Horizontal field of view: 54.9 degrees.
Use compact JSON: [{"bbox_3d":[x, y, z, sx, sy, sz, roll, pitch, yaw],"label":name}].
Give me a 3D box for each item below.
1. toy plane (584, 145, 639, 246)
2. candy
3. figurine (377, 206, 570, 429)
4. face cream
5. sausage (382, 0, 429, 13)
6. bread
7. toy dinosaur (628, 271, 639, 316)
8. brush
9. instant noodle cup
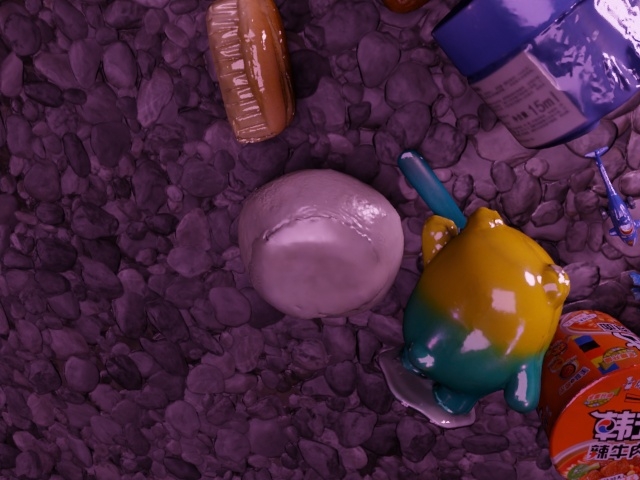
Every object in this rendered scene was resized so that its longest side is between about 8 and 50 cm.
[{"bbox_3d":[0.467,-0.067,0.979,0.054,0.062,0.167,-22,93,22],"label":"toy plane"},{"bbox_3d":[0.000,0.000,1.061,0.295,0.185,0.296,-1,116,-2],"label":"candy"},{"bbox_3d":[0.249,0.128,1.014,0.323,0.231,0.340,45,126,33],"label":"figurine"},{"bbox_3d":[0.312,-0.281,0.835,0.249,0.249,0.225,-37,103,24],"label":"face cream"},{"bbox_3d":[0.192,-0.464,0.887,0.102,0.076,0.302,33,114,9],"label":"sausage"},{"bbox_3d":[-0.104,-0.283,1.000,0.106,0.140,0.237,-6,112,13],"label":"bread"},{"bbox_3d":[0.579,0.100,1.007,0.144,0.076,0.329,-10,98,11],"label":"toy dinosaur"},{"bbox_3d":[0.197,-0.082,1.063,0.043,0.032,0.193,-34,111,19],"label":"brush"},{"bbox_3d":[0.456,0.247,1.002,0.250,0.192,0.251,-2,115,-4],"label":"instant noodle cup"}]
